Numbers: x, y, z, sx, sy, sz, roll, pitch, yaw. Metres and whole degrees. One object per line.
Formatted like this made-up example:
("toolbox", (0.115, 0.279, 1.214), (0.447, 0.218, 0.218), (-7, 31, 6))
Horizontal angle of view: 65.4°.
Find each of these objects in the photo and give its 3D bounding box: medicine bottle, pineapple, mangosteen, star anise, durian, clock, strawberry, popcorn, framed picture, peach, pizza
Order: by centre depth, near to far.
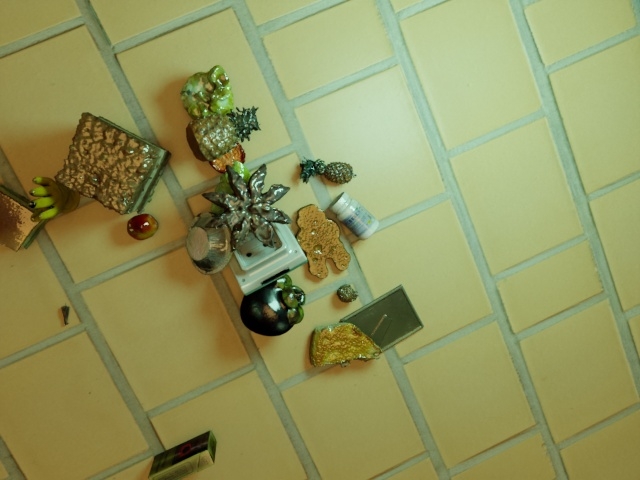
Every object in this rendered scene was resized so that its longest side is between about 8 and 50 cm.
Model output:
("star anise", (-0.246, -0.115, 1.717), (0.332, 0.118, 0.331), (-1, 92, -17))
("pineapple", (-0.319, -0.380, 1.730), (0.279, 0.158, 0.157), (-28, 101, -26))
("popcorn", (-0.390, -0.516, 1.749), (0.198, 0.213, 0.197), (15, 62, -31))
("peach", (-0.645, -0.050, 1.816), (0.101, 0.101, 0.100), (-1, 97, -9))
("clock", (-0.215, 0.039, 1.821), (0.263, 0.231, 0.116), (-29, 142, -4))
("durian", (-0.315, -0.166, 1.823), (0.139, 0.101, 0.250), (17, 120, -35))
("strawberry", (-0.343, -0.312, 1.830), (0.145, 0.086, 0.144), (-1, 95, -9))
("mangosteen", (-0.172, 0.242, 1.856), (0.243, 0.243, 0.242), (-1, 97, -9))
("pineapple", (0.029, -0.256, 1.896), (0.222, 0.083, 0.103), (6, 95, -7))
("medicine bottle", (0.129, -0.094, 1.921), (0.187, 0.103, 0.102), (43, 89, -12))
("durian", (0.108, 0.210, 1.964), (0.091, 0.080, 0.080), (4, 99, 35))
("pizza", (0.102, 0.416, 1.986), (0.298, 0.071, 0.188), (-4, 96, 2))
("framed picture", (0.255, 0.338, 2.037), (0.289, 0.016, 0.213), (-30, 101, -4))

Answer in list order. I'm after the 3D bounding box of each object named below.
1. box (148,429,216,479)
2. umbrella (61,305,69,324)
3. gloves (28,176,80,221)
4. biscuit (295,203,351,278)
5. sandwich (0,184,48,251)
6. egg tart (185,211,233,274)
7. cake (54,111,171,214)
("box", (-0.522, 0.838, 1.907), (0.240, 0.159, 0.071), (-23, 98, -4))
("umbrella", (-0.944, 0.273, 1.845), (0.032, 0.020, 0.083), (-1, 102, -8))
("gloves", (-0.905, -0.141, 1.659), (0.116, 0.294, 0.132), (-18, 100, -7))
("biscuit", (-0.001, -0.001, 1.944), (0.186, 0.044, 0.294), (-21, 101, -9))
("sandwich", (-1.099, -0.076, 1.731), (0.220, 0.108, 0.186), (38, 89, -13))
("egg tart", (-0.414, 0.012, 1.803), (0.234, 0.094, 0.233), (2, 94, 33))
("cake", (-0.688, -0.253, 1.682), (0.282, 0.290, 0.255), (28, 91, -10))
